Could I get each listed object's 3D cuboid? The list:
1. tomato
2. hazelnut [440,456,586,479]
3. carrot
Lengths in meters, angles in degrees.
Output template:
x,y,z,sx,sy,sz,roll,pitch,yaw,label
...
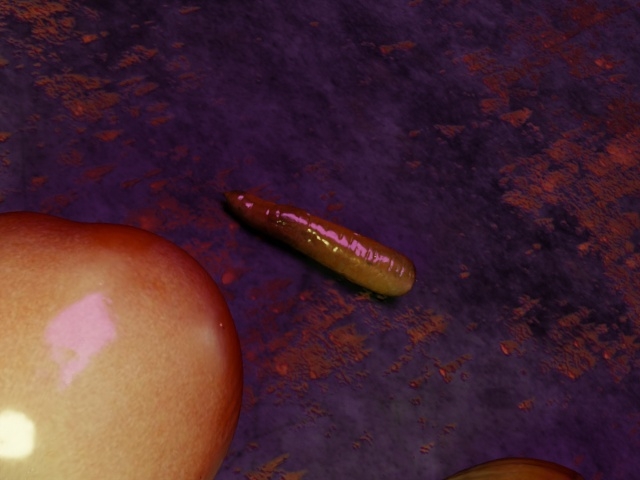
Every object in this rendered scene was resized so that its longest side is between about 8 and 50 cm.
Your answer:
x,y,z,sx,sy,sz,roll,pitch,yaw,label
-0.229,0.137,1.419,0.322,0.321,0.321,20,43,-20,tomato
0.191,0.305,1.666,0.210,0.186,0.210,14,63,-28,hazelnut
0.000,0.000,1.922,0.248,0.059,0.059,25,41,-10,carrot
